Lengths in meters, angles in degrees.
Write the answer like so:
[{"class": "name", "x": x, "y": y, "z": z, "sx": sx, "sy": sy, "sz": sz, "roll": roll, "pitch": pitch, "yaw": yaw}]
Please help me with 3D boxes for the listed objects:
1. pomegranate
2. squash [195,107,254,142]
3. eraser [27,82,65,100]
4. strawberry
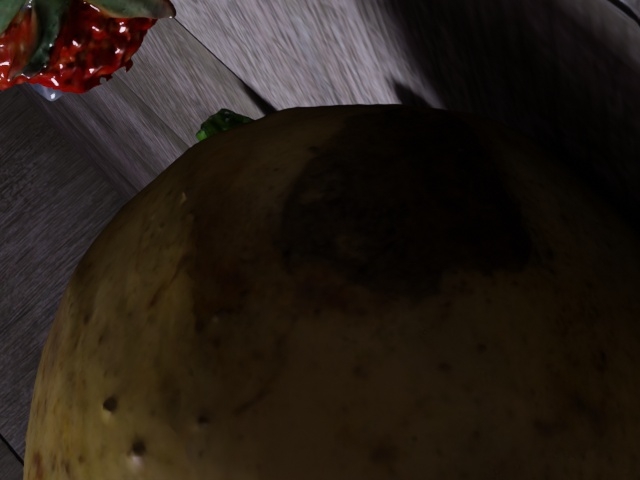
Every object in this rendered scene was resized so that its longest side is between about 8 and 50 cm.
[{"class": "pomegranate", "x": 0.018, "y": 0.083, "z": 0.630, "sx": 0.281, "sy": 0.281, "sz": 0.281, "roll": 46, "pitch": 173, "yaw": 7}, {"class": "squash", "x": 0.000, "y": 0.000, "z": 1.080, "sx": 0.219, "sy": 0.068, "sz": 0.077, "roll": 48, "pitch": 178, "yaw": 4}, {"class": "eraser", "x": -0.283, "y": -0.275, "z": 1.142, "sx": 0.404, "sy": 0.098, "sz": 0.096, "roll": 53, "pitch": 172, "yaw": -37}, {"class": "strawberry", "x": -0.189, "y": -0.152, "z": 0.939, "sx": 0.174, "sy": 0.098, "sz": 0.228, "roll": 1, "pitch": -159, "yaw": -33}]
